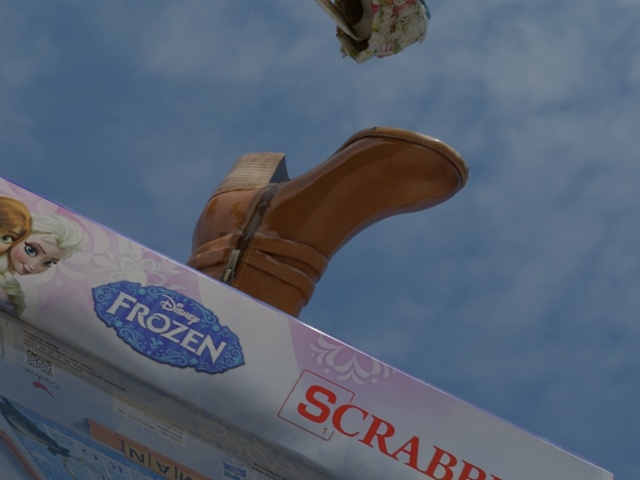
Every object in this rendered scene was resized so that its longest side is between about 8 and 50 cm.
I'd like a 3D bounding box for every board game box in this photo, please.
[{"bbox_3d":[-0.050,0.139,0.711,0.319,0.066,0.318,26,-35,10],"label":"board game box"}]

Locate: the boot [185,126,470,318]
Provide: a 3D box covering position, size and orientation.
[{"bbox_3d":[0.000,0.000,0.989,0.197,0.152,0.073,-7,-49,27],"label":"boot"}]

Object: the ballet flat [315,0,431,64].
[{"bbox_3d":[0.019,-0.209,1.012,0.077,0.091,0.241,-36,-40,-6],"label":"ballet flat"}]
